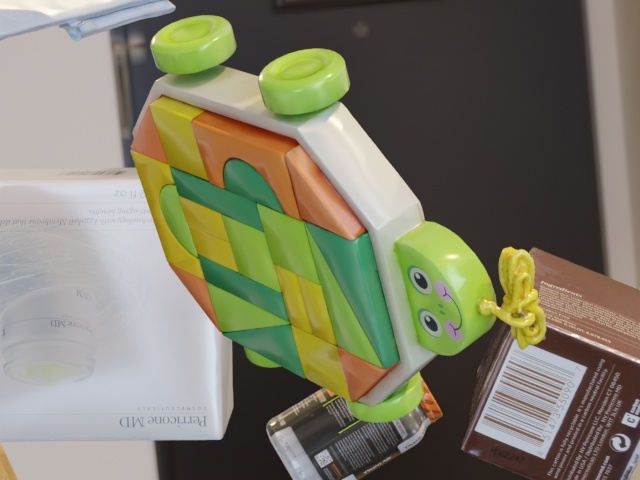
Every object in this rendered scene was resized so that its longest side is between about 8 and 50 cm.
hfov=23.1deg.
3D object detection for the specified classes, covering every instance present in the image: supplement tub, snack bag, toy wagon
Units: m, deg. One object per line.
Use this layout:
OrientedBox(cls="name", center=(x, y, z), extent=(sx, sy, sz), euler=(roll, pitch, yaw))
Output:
OrientedBox(cls="supplement tub", center=(0.042, 0.219, 1.864), extent=(0.190, 0.117, 0.117), euler=(-31, 6, -2))
OrientedBox(cls="snack bag", center=(-0.369, -0.326, 1.735), extent=(0.323, 0.037, 0.342), euler=(41, 33, 14))
OrientedBox(cls="toy wagon", center=(0.000, 0.000, 1.038), extent=(0.068, 0.267, 0.344), euler=(-33, 35, -28))

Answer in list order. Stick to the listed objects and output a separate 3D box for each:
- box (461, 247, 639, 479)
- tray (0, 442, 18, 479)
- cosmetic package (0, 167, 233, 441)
OrientedBox(cls="box", center=(0.259, 0.138, 1.625), extent=(0.167, 0.168, 0.203), euler=(21, 22, 3))
OrientedBox(cls="tray", center=(-0.351, 0.034, 1.009), extent=(0.203, 0.411, 0.076), euler=(-8, 20, 36))
OrientedBox(cls="cosmetic package", center=(-0.192, 0.053, 1.357), extent=(0.224, 0.224, 0.138), euler=(-1, 8, 1))
